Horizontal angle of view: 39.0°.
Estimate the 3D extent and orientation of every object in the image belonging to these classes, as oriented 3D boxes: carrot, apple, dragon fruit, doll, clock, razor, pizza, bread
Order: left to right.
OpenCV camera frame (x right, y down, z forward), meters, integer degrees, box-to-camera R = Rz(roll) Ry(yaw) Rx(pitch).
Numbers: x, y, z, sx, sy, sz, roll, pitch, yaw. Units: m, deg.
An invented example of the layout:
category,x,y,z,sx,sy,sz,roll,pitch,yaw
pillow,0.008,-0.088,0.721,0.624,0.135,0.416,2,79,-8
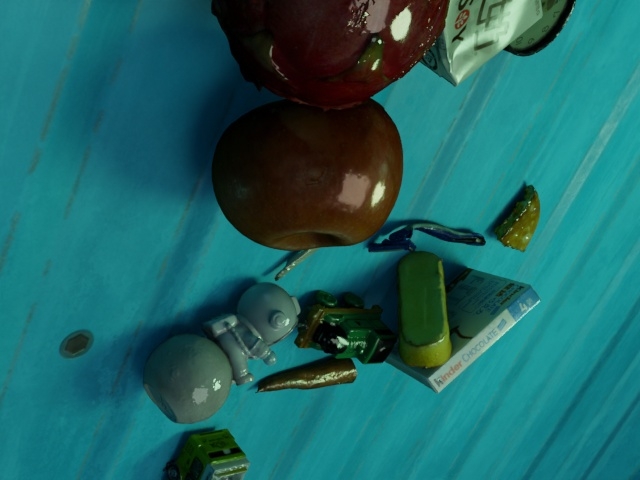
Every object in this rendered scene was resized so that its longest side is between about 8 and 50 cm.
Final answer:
category,x,y,z,sx,sy,sz,roll,pitch,yaw
doll,-0.152,0.171,1.471,0.287,0.151,0.151,-39,143,-23
carrot,-0.030,0.264,1.747,0.224,0.057,0.057,-4,126,-36
apple,-0.018,-0.091,1.241,0.251,0.271,0.206,1,83,-68
dragon fruit,0.015,-0.315,1.067,0.295,0.295,0.302,-10,131,-39
bread,0.191,0.132,1.701,0.102,0.245,0.094,-6,135,7
razor,0.227,-0.009,1.749,0.324,0.093,0.056,-2,89,-48
pizza,0.417,-0.032,1.920,0.131,0.041,0.178,-37,142,-19
clock,0.367,-0.401,1.537,0.184,0.040,0.184,-27,139,-26

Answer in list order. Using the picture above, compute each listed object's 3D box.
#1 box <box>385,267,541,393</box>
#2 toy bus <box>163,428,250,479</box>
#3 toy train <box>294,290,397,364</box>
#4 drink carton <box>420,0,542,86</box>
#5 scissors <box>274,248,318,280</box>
category,x,y,z,sx,sy,sz,roll,pitch,yaw
box,0.266,0.169,1.793,0.273,0.265,0.048,-39,105,-9
toy bus,-0.234,0.503,1.675,0.113,0.139,0.302,1,121,-48
toy train,0.048,0.167,1.655,0.227,0.136,0.091,5,120,-49
drink carton,0.200,-0.406,1.293,0.194,0.132,0.324,-39,144,-10
scissors,0.000,0.000,1.552,0.212,0.021,0.110,-37,145,-14
